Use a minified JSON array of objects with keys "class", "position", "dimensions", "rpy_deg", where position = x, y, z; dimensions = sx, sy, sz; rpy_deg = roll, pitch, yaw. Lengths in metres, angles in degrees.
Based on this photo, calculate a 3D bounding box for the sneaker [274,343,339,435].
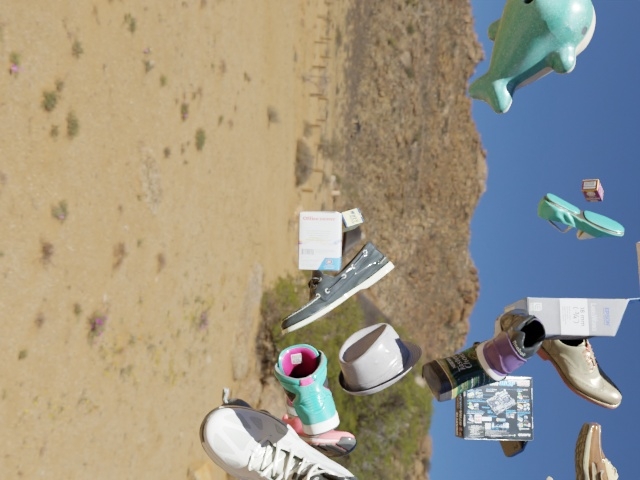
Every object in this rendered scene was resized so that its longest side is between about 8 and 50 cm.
[{"class":"sneaker","position":[-0.045,0.332,1.434],"dimensions":[0.295,0.124,0.178],"rpy_deg":[178,-104,-76]}]

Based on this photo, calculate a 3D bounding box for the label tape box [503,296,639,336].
[{"class":"label tape box","position":[0.709,0.222,1.683],"dimensions":[0.240,0.334,0.105],"rpy_deg":[77,13,-78]}]

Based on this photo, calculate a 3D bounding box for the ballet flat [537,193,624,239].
[{"class":"ballet flat","position":[0.750,-0.053,1.767],"dimensions":[0.083,0.247,0.087],"rpy_deg":[-55,168,-54]}]

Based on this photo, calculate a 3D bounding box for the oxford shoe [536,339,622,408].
[{"class":"oxford shoe","position":[0.823,0.385,1.919],"dimensions":[0.123,0.348,0.130],"rpy_deg":[-36,163,-42]}]

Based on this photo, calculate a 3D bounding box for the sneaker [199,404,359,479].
[{"class":"sneaker","position":[-0.057,0.505,1.370],"dimensions":[0.169,0.448,0.257],"rpy_deg":[-61,-173,-24]}]

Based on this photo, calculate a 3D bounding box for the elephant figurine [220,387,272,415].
[{"class":"elephant figurine","position":[-0.200,0.581,1.812],"dimensions":[0.186,0.239,0.169],"rpy_deg":[34,78,-42]}]

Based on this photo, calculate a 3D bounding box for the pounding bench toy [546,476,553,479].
[{"class":"pounding bench toy","position":[0.494,0.567,1.320],"dimensions":[0.052,0.065,0.083],"rpy_deg":[55,10,-50]}]

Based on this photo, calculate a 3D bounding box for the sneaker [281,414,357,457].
[{"class":"sneaker","position":[-0.025,0.600,1.910],"dimensions":[0.116,0.314,0.136],"rpy_deg":[45,45,-40]}]

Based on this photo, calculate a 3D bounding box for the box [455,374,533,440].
[{"class":"box","position":[0.482,0.461,1.678],"dimensions":[0.051,0.220,0.175],"rpy_deg":[146,-52,-70]}]

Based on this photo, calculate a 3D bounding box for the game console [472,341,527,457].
[{"class":"game console","position":[0.568,0.506,1.956],"dimensions":[0.213,0.044,0.361],"rpy_deg":[88,-14,-61]}]

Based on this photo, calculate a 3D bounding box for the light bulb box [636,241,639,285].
[{"class":"light bulb box","position":[1.215,0.164,1.869],"dimensions":[0.361,0.225,0.357],"rpy_deg":[5,-75,62]}]

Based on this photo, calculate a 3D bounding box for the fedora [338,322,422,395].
[{"class":"fedora","position":[0.159,0.342,1.836],"dimensions":[0.244,0.275,0.124],"rpy_deg":[15,-46,63]}]

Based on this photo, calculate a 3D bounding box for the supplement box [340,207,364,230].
[{"class":"supplement box","position":[0.097,-0.069,2.185],"dimensions":[0.083,0.083,0.056],"rpy_deg":[-38,-107,58]}]

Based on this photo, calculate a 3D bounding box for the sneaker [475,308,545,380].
[{"class":"sneaker","position":[0.447,0.209,1.319],"dimensions":[0.124,0.107,0.283],"rpy_deg":[-41,173,33]}]

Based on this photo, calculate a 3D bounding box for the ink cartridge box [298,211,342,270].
[{"class":"ink cartridge box","position":[0.000,0.000,1.282],"dimensions":[0.052,0.089,0.122],"rpy_deg":[-17,108,-81]}]

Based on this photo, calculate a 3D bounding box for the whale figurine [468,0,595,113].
[{"class":"whale figurine","position":[0.391,-0.383,1.163],"dimensions":[0.272,0.141,0.216],"rpy_deg":[-50,-131,11]}]

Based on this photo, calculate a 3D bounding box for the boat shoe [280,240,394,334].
[{"class":"boat shoe","position":[0.025,0.112,1.536],"dimensions":[0.113,0.340,0.127],"rpy_deg":[58,-13,3]}]

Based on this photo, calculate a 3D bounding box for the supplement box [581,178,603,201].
[{"class":"supplement box","position":[0.953,-0.175,2.118],"dimensions":[0.083,0.055,0.043],"rpy_deg":[39,60,-44]}]

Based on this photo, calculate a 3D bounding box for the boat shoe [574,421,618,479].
[{"class":"boat shoe","position":[0.917,0.773,2.013],"dimensions":[0.122,0.120,0.323],"rpy_deg":[12,82,-78]}]

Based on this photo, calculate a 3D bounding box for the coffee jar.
[{"class":"coffee jar","position":[0.330,0.301,1.392],"dimensions":[0.096,0.184,0.079],"rpy_deg":[-123,-160,-50]}]
